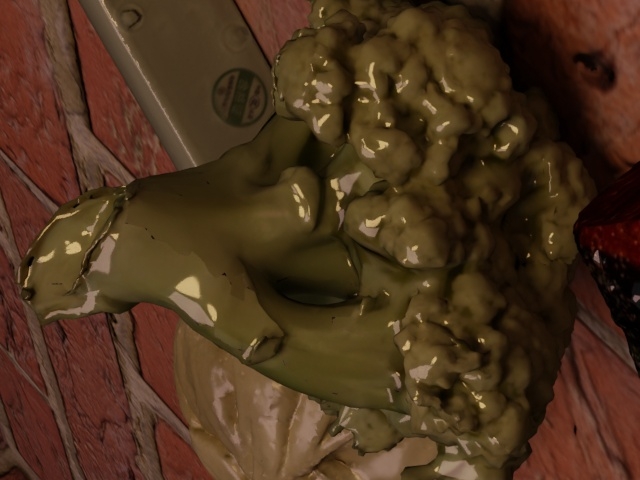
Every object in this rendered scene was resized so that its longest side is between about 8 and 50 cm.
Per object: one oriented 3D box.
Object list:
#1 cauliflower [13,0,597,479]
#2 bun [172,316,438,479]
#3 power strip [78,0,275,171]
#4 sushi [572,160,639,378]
[{"bbox_3d":[0.021,-0.011,0.911,0.260,0.281,0.327,-45,59,35],"label":"cauliflower"},{"bbox_3d":[0.002,0.122,1.171,0.259,0.160,0.259,17,144,13],"label":"bun"},{"bbox_3d":[-0.096,-0.131,1.209,0.385,0.091,0.062,61,159,-10],"label":"power strip"},{"bbox_3d":[0.218,0.010,0.699,0.225,0.136,0.126,-11,113,59],"label":"sushi"}]
